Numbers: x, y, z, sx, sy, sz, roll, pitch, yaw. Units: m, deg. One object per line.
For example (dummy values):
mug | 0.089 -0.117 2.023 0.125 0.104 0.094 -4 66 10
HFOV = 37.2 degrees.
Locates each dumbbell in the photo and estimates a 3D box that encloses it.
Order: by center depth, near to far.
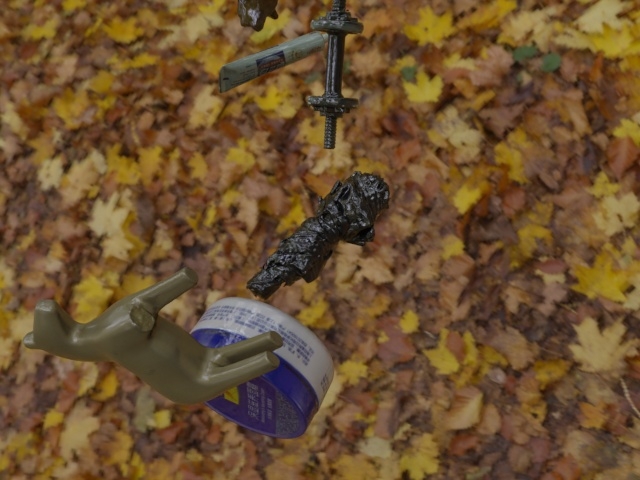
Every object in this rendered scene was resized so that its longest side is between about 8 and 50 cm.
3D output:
dumbbell | 0.021 -0.264 1.432 0.082 0.082 0.253 10 100 36

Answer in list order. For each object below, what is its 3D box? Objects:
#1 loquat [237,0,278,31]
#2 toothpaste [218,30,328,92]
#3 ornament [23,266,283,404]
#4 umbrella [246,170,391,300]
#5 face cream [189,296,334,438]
loquat | -0.049 -0.334 0.952 0.213 0.213 0.246 21 107 37
toothpaste | -0.077 -0.321 1.671 0.233 0.060 0.038 -26 60 -21
ornament | -0.207 0.117 1.110 0.245 0.230 0.061 -28 36 30
umbrella | 0.008 0.000 1.842 0.336 0.128 0.154 -47 22 -25
face cream | -0.087 0.172 1.309 0.206 0.206 0.111 3 48 34
